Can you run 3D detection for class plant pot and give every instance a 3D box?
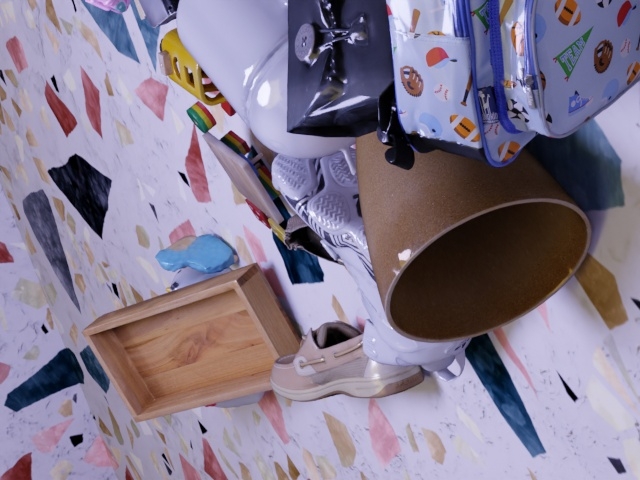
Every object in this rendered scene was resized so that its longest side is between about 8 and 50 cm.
[{"bbox_3d":[0.139,-0.058,1.472,0.237,0.237,0.254,99,154,-51],"label":"plant pot"}]

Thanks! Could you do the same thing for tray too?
[{"bbox_3d":[-0.222,0.185,2.326,0.411,0.076,0.203,-18,106,40],"label":"tray"}]

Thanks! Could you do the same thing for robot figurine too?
[{"bbox_3d":[-0.043,-0.243,1.649,0.353,0.200,0.300,52,163,26],"label":"robot figurine"}]

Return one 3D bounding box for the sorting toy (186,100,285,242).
[{"bbox_3d":[-0.104,-0.101,2.054,0.132,0.046,0.274,39,165,48],"label":"sorting toy"}]

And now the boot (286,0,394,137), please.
[{"bbox_3d":[-0.005,-0.327,1.419,0.367,0.146,0.445,-8,88,64],"label":"boot"}]

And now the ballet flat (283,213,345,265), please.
[{"bbox_3d":[0.000,0.000,1.917,0.084,0.058,0.250,68,164,-16],"label":"ballet flat"}]

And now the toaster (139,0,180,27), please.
[{"bbox_3d":[-0.184,-0.399,1.825,0.185,0.168,0.110,65,157,-1],"label":"toaster"}]

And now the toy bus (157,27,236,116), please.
[{"bbox_3d":[-0.195,-0.283,2.031,0.191,0.104,0.202,62,155,7],"label":"toy bus"}]

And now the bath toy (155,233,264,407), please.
[{"bbox_3d":[-0.202,0.164,2.428,0.151,0.129,0.348,28,137,53],"label":"bath toy"}]

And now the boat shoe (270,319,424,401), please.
[{"bbox_3d":[0.029,0.173,2.002,0.341,0.122,0.110,-11,99,54],"label":"boat shoe"}]

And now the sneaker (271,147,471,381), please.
[{"bbox_3d":[0.068,0.032,1.727,0.366,0.137,0.210,38,144,30],"label":"sneaker"}]

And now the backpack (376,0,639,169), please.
[{"bbox_3d":[0.170,-0.223,1.176,0.213,0.276,0.263,6,125,43],"label":"backpack"}]

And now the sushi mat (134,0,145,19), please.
[{"bbox_3d":[-0.339,-0.518,2.175,0.151,0.019,0.316,-166,54,-77],"label":"sushi mat"}]

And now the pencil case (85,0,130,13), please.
[{"bbox_3d":[-0.209,-0.416,1.665,0.284,0.124,0.124,-41,71,24],"label":"pencil case"}]
